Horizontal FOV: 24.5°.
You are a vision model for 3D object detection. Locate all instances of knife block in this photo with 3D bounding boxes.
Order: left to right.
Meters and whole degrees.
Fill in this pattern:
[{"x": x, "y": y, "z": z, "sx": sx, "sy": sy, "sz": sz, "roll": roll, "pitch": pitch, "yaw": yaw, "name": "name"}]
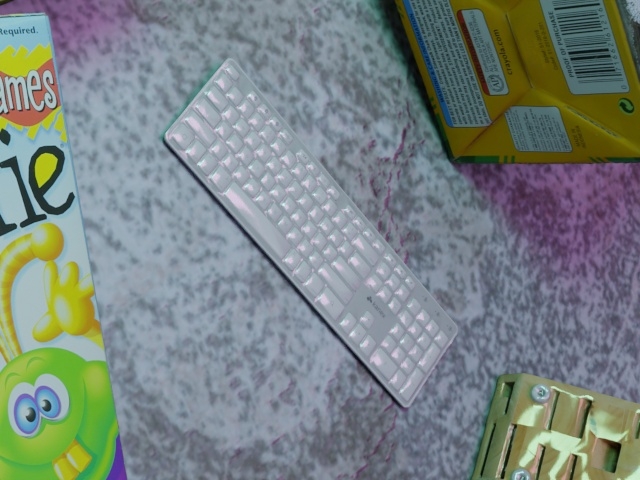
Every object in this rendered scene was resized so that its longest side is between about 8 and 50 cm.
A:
[{"x": 0.248, "y": 0.208, "z": 1.101, "sx": 0.275, "sy": 0.242, "sz": 0.088, "roll": 15, "pitch": 67, "yaw": 8, "name": "knife block"}]

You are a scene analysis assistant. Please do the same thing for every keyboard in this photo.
[{"x": 0.000, "y": 0.000, "z": 0.943, "sx": 0.256, "sy": 0.014, "sz": 0.072, "roll": 49, "pitch": 56, "yaw": -25, "name": "keyboard"}]

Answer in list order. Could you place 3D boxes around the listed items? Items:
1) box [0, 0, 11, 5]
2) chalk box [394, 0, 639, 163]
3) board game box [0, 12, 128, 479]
[{"x": -0.158, "y": -0.147, "z": 0.763, "sx": 0.179, "sy": 0.105, "sz": 0.043, "roll": -31, "pitch": 105, "yaw": -40, "name": "box"}, {"x": 0.208, "y": -0.200, "z": 1.027, "sx": 0.289, "sy": 0.179, "sz": 0.180, "roll": -43, "pitch": 121, "yaw": -38, "name": "chalk box"}, {"x": -0.196, "y": 0.048, "z": 0.679, "sx": 0.142, "sy": 0.144, "sz": 0.275, "roll": -11, "pitch": 91, "yaw": -41, "name": "board game box"}]
